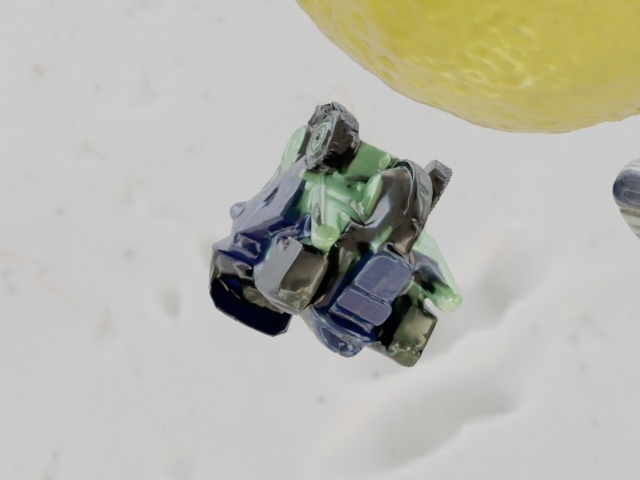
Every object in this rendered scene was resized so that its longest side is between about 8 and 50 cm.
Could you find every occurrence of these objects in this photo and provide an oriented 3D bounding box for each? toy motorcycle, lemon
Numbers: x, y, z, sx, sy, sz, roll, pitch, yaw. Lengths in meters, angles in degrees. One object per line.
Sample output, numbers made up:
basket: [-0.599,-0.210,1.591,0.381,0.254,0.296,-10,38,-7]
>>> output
toy motorcycle: [0.000,0.000,1.529,0.196,0.125,0.331,-62,19,7]
lemon: [0.072,-0.123,0.603,0.180,0.180,0.193,-31,16,-14]

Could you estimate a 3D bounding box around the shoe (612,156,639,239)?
shoe: [0.276,-0.001,1.254,0.106,0.207,0.091,-48,26,-12]
